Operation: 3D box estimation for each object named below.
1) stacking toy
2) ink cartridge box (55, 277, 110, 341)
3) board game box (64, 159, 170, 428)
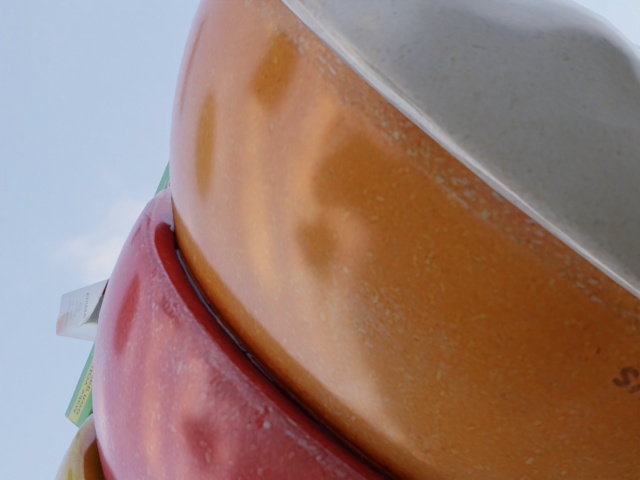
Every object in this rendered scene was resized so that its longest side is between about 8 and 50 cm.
[{"bbox_3d":[-0.007,0.114,0.636,0.350,0.350,0.480,19,-67,-51],"label":"stacking toy"},{"bbox_3d":[-0.138,0.071,1.370,0.145,0.179,0.045,13,-102,-27],"label":"ink cartridge box"},{"bbox_3d":[0.000,0.000,0.958,0.213,0.046,0.317,24,-93,-24],"label":"board game box"}]
